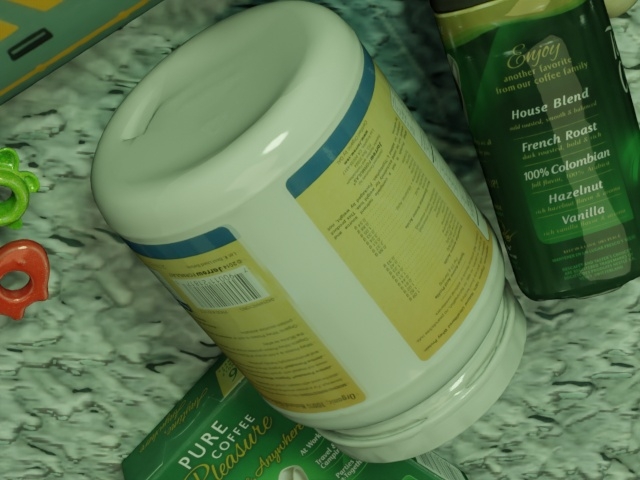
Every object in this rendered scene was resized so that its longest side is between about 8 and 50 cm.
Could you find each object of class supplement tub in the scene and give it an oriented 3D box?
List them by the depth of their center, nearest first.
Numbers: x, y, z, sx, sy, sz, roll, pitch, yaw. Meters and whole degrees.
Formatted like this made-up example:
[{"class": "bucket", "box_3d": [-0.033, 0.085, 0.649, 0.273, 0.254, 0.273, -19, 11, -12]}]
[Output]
[{"class": "supplement tub", "box_3d": [0.000, 0.000, 0.778, 0.144, 0.144, 0.199, -34, 122, 6]}]

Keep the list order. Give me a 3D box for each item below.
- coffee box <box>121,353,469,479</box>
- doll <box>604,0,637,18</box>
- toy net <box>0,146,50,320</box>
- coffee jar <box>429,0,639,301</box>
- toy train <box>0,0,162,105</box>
[{"class": "coffee box", "box_3d": [-0.008, 0.139, 0.918, 0.184, 0.040, 0.113, 34, 106, -29]}, {"class": "doll", "box_3d": [0.205, -0.171, 0.790, 0.189, 0.046, 0.129, -37, 137, 9]}, {"class": "toy net", "box_3d": [-0.200, 0.051, 0.818, 0.122, 0.045, 0.232, -4, 122, -15]}, {"class": "coffee jar", "box_3d": [0.107, -0.070, 0.771, 0.079, 0.096, 0.184, -17, 105, 11]}, {"class": "toy train", "box_3d": [-0.124, -0.158, 0.668, 0.334, 0.142, 0.190, -33, 131, 5]}]
